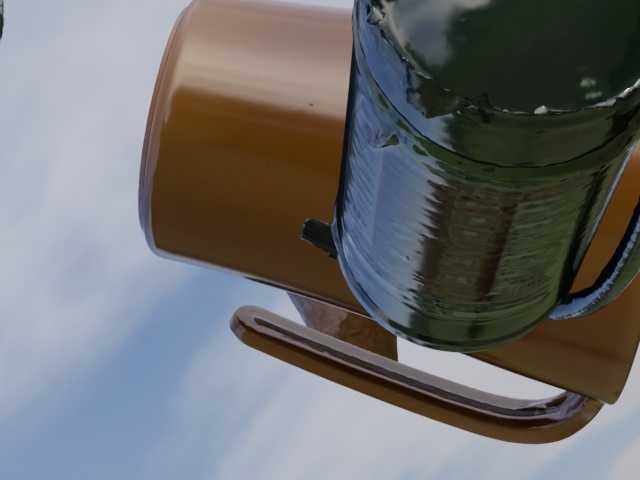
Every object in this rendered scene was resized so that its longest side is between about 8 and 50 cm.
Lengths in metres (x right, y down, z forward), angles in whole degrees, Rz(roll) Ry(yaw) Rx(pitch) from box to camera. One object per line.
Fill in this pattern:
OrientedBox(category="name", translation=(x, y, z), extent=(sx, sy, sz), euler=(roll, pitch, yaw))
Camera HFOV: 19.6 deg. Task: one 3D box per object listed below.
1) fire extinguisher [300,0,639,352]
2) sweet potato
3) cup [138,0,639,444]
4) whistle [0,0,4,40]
OrientedBox(category="fire extinguisher", translation=(0.051, -0.020, 0.601), extent=(0.294, 0.118, 0.093), euler=(94, -162, -70))
OrientedBox(category="sweet potato", translation=(0.000, 0.000, 1.373), extent=(0.097, 0.252, 0.097), euler=(-16, -21, -7))
OrientedBox(category="cup", translation=(0.052, -0.013, 0.899), extent=(0.182, 0.264, 0.226), euler=(-70, -10, -60))
OrientedBox(category="whistle", translation=(-0.125, -0.016, 0.504), extent=(0.077, 0.114, 0.236), euler=(6, -97, -48))
